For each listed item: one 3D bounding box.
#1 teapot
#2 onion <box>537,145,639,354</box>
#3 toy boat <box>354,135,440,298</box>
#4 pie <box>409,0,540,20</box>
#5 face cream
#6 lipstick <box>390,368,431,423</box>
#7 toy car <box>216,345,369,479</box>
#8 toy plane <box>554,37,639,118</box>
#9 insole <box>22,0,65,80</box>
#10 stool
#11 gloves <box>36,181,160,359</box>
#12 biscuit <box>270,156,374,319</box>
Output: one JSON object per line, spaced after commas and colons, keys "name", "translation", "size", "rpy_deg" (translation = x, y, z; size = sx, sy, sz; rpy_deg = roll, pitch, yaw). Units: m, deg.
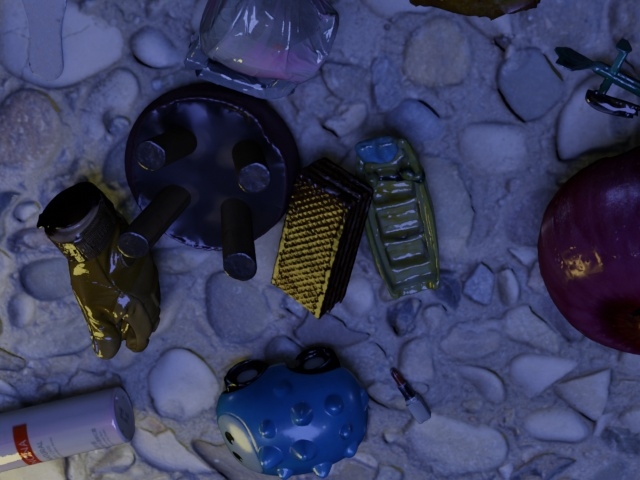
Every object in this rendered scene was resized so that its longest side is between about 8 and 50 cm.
{"name": "teapot", "translation": [-0.078, -0.276, 1.766], "size": [0.178, 0.163, 0.222], "rpy_deg": [26, 116, -20]}
{"name": "onion", "translation": [0.474, 0.039, 1.806], "size": [0.358, 0.345, 0.358], "rpy_deg": [36, 151, 23]}
{"name": "toy boat", "translation": [0.116, -0.047, 1.923], "size": [0.111, 0.084, 0.276], "rpy_deg": [-12, 120, 7]}
{"name": "pie", "translation": [0.181, -0.447, 1.687], "size": [0.354, 0.103, 0.288], "rpy_deg": [29, 117, -11]}
{"name": "face cream", "translation": [-0.493, 0.332, 2.154], "size": [0.345, 0.102, 0.102], "rpy_deg": [-15, 116, 11]}
{"name": "lipstick", "translation": [0.148, 0.257, 2.113], "size": [0.025, 0.025, 0.107], "rpy_deg": [-29, 107, 16]}
{"name": "toy car", "translation": [-0.047, 0.299, 2.057], "size": [0.255, 0.190, 0.189], "rpy_deg": [-11, 118, 12]}
{"name": "toy plane", "translation": [0.504, -0.189, 1.783], "size": [0.381, 0.155, 0.106], "rpy_deg": [29, 118, 7]}
{"name": "insole", "translation": [-0.403, -0.325, 1.848], "size": [0.065, 0.004, 0.197], "rpy_deg": [3, 118, 2]}
{"name": "stool", "translation": [-0.171, -0.079, 1.866], "size": [0.272, 0.178, 0.272], "rpy_deg": [2, 119, 4]}
{"name": "gloves", "translation": [-0.322, 0.058, 1.960], "size": [0.141, 0.154, 0.331], "rpy_deg": [-22, 134, -4]}
{"name": "biscuit", "translation": [0.000, 0.000, 1.917], "size": [0.106, 0.070, 0.252], "rpy_deg": [35, 134, 22]}
